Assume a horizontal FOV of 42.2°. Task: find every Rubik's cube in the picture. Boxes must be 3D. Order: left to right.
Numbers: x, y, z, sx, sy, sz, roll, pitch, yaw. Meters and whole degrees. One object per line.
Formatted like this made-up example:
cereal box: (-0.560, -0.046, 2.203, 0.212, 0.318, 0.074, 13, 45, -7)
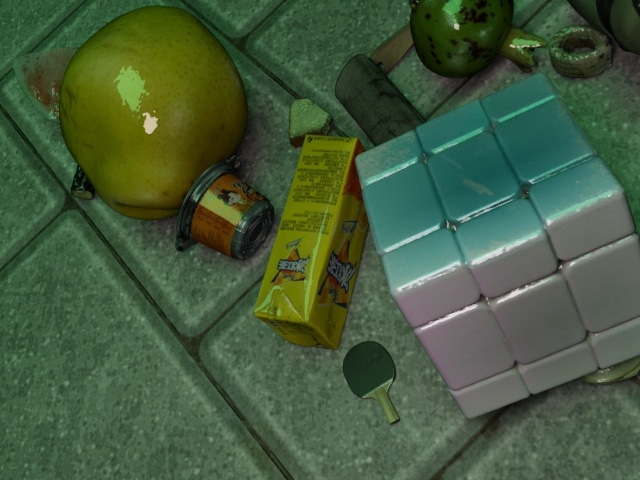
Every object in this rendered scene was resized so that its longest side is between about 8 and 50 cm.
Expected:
Rubik's cube: (0.268, 0.008, 1.205, 0.316, 0.318, 0.321, -24, 39, 12)

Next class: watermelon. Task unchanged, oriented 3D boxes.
watermelon: (-0.541, -0.372, 1.872, 0.305, 0.180, 0.223, -3, 47, 25)

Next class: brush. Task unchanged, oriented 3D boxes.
brush: (0.210, -0.458, 1.665, 0.327, 0.070, 0.065, -45, 38, -1)

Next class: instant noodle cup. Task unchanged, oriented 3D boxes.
instant noodle cup: (-0.168, -0.043, 1.562, 0.126, 0.178, 0.208, 30, 98, 19)

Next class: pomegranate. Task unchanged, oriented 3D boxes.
pomegranate: (0.284, -0.393, 1.531, 0.263, 0.211, 0.210, 24, 73, -4)

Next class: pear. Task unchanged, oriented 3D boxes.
pear: (-0.325, -0.247, 1.617, 0.363, 0.362, 0.418, -8, 75, 20)

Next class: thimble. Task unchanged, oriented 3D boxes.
thimble: (0.467, -0.338, 1.488, 0.110, 0.062, 0.084, 17, 74, 30)

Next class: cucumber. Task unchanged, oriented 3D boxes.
cucumber: (-0.501, -0.179, 1.831, 0.058, 0.058, 0.187, 4, 66, 25)

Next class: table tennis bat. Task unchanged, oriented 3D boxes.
table tennis bat: (0.091, 0.238, 1.390, 0.087, 0.013, 0.156, -30, 56, 6)

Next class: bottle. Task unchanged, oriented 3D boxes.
bottle: (0.510, -0.409, 1.360, 0.169, 0.168, 0.347, -21, 27, 13)

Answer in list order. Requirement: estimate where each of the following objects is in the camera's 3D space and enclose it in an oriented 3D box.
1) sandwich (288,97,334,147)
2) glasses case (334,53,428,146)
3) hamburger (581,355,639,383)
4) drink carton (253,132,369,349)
sandwich: (-0.021, -0.244, 1.667, 0.093, 0.035, 0.104, -15, 59, 17)
glasses case: (0.127, -0.221, 1.562, 0.299, 0.060, 0.114, 57, 134, 33)
hamburger: (0.430, 0.154, 1.258, 0.140, 0.062, 0.133, -36, 51, 6)
drink carton: (0.000, 0.000, 1.464, 0.111, 0.154, 0.351, 6, 67, 26)
